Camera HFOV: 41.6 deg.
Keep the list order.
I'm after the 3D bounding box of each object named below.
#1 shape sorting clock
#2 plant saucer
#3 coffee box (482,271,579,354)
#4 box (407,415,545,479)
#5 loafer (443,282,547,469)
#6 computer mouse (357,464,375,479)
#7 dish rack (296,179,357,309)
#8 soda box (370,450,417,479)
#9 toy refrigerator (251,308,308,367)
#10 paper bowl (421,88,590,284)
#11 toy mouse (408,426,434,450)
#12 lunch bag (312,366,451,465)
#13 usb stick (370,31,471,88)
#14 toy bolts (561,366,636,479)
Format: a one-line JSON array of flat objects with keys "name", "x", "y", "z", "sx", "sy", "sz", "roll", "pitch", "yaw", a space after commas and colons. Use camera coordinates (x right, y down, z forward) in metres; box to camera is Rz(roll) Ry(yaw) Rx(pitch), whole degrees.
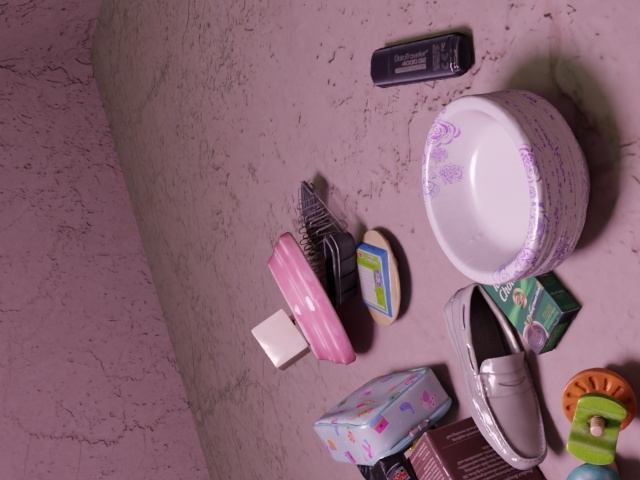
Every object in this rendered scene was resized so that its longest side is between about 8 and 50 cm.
[{"name": "shape sorting clock", "x": 0.125, "y": 0.079, "z": 1.776, "sx": 0.206, "sy": 0.040, "sz": 0.206, "roll": 168, "pitch": 90, "yaw": -73}, {"name": "plant saucer", "x": -0.030, "y": 0.143, "z": 1.917, "sx": 0.332, "sy": 0.084, "sz": 0.332, "roll": 61, "pitch": 175, "yaw": 9}, {"name": "coffee box", "x": 0.331, "y": 0.082, "z": 1.367, "sx": 0.184, "sy": 0.040, "sz": 0.113, "roll": 58, "pitch": 148, "yaw": 35}, {"name": "box", "x": 0.272, "y": 0.437, "z": 1.489, "sx": 0.203, "sy": 0.168, "sz": 0.167, "roll": 61, "pitch": 150, "yaw": 31}, {"name": "loafer", "x": 0.297, "y": 0.224, "z": 1.416, "sx": 0.111, "sy": 0.112, "sz": 0.319, "roll": 112, "pitch": 140, "yaw": -61}, {"name": "computer mouse", "x": 0.093, "y": 0.485, "z": 2.028, "sx": 0.242, "sy": 0.041, "sz": 0.071, "roll": -124, "pitch": 32, "yaw": -49}, {"name": "dish rack", "x": 0.000, "y": 0.000, "z": 1.917, "sx": 0.271, "sy": 0.074, "sz": 0.208, "roll": 53, "pitch": 156, "yaw": 41}, {"name": "soda box", "x": 0.152, "y": 0.465, "z": 1.490, "sx": 0.169, "sy": 0.053, "sz": 0.060, "roll": 64, "pitch": 153, "yaw": 25}, {"name": "toy refrigerator", "x": -0.083, "y": 0.231, "z": 1.943, "sx": 0.102, "sy": 0.094, "sz": 0.269, "roll": 54, "pitch": 175, "yaw": 9}, {"name": "paper bowl", "x": 0.287, "y": -0.084, "z": 1.265, "sx": 0.284, "sy": 0.148, "sz": 0.284, "roll": 36, "pitch": 133, "yaw": 53}, {"name": "toy mouse", "x": 0.182, "y": 0.409, "z": 1.714, "sx": 0.031, "sy": 0.161, "sz": 0.143, "roll": 63, "pitch": 167, "yaw": 12}, {"name": "lunch bag", "x": 0.128, "y": 0.350, "z": 1.690, "sx": 0.108, "sy": 0.224, "sz": 0.279, "roll": 60, "pitch": 153, "yaw": -2}, {"name": "usb stick", "x": 0.173, "y": -0.320, "z": 1.510, "sx": 0.278, "sy": 0.045, "sz": 0.077, "roll": 11, "pitch": 103, "yaw": 62}, {"name": "toy bolts", "x": 0.438, "y": 0.307, "z": 1.205, "sx": 0.218, "sy": 0.158, "sz": 0.228, "roll": 17, "pitch": 112, "yaw": 15}]
